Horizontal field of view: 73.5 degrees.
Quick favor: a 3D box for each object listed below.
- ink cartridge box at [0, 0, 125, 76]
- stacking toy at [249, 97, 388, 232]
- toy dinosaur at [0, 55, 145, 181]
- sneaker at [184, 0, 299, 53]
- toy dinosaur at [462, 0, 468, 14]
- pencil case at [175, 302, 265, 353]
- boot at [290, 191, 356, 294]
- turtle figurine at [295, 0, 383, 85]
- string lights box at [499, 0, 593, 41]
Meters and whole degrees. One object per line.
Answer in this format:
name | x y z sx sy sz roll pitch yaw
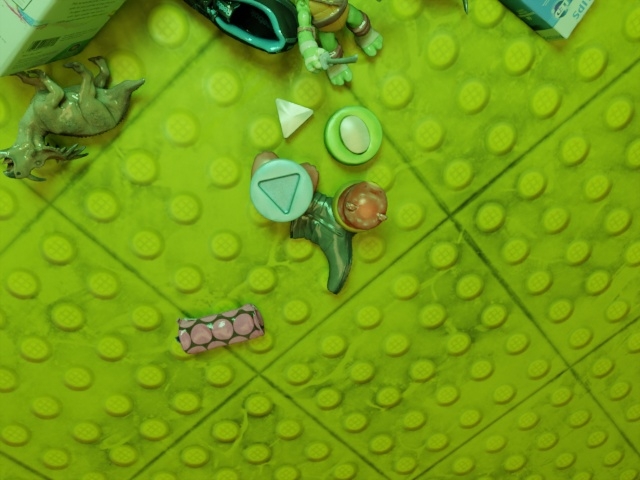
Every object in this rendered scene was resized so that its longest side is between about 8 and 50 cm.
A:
ink cartridge box | -0.432 -0.413 0.698 0.278 0.201 0.117 -26 113 29
stacking toy | 0.007 -0.158 0.902 0.309 0.130 0.279 7 98 -5
toy dinosaur | -0.484 -0.245 0.854 0.296 0.127 0.200 -18 120 -13
sneaker | -0.187 -0.465 0.781 0.341 0.139 0.125 26 125 -14
toy dinosaur | 0.179 -0.545 0.798 0.121 0.160 0.313 -34 111 7
pencil case | -0.248 0.216 1.072 0.209 0.095 0.098 -14 95 -4
boot | 0.000 0.000 1.033 0.161 0.083 0.246 10 102 -6
turtle figurine | 0.059 -0.374 0.772 0.275 0.266 0.197 15 91 16
string lights box | 0.437 -0.544 0.876 0.260 0.077 0.133 29 105 -16
